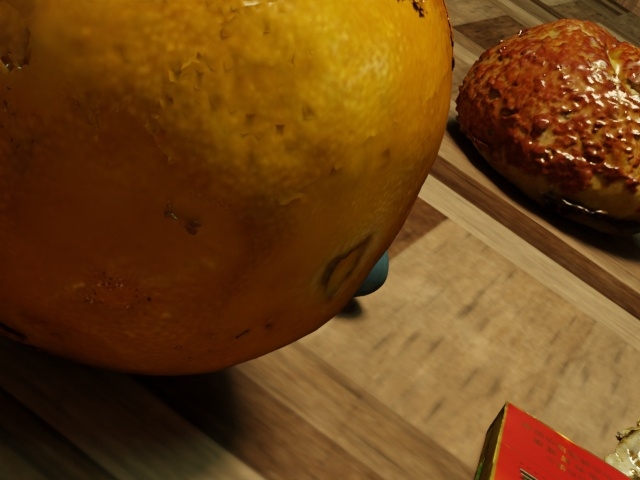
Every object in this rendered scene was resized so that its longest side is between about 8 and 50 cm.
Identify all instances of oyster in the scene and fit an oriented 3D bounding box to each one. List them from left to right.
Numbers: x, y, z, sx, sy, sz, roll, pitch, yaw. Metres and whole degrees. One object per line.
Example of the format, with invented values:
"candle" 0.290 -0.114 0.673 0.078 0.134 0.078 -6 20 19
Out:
"oyster" 0.190 0.131 0.788 0.083 0.038 0.081 -15 17 -27

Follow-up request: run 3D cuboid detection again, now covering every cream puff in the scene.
"cream puff" 0.244 -0.106 1.205 0.240 0.164 0.240 31 23 -15

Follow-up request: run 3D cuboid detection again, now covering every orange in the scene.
"orange" -0.064 -0.062 0.550 0.240 0.240 0.240 28 21 -12

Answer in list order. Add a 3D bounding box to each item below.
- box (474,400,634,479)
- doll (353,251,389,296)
"box" 0.119 0.135 0.666 0.090 0.023 0.133 31 20 4
"doll" 0.000 0.000 0.769 0.076 0.050 0.083 8 33 -40
